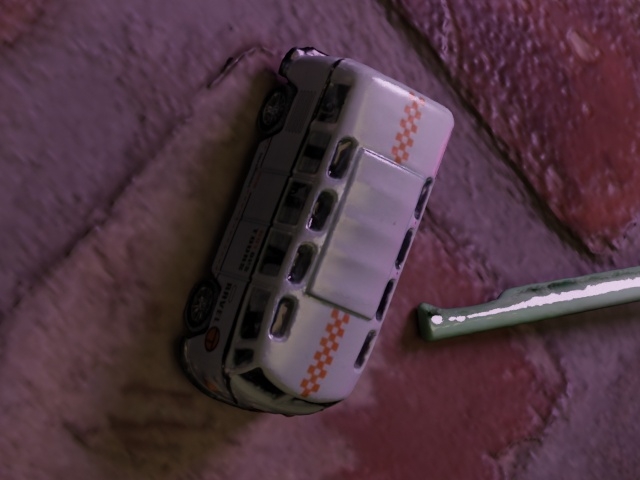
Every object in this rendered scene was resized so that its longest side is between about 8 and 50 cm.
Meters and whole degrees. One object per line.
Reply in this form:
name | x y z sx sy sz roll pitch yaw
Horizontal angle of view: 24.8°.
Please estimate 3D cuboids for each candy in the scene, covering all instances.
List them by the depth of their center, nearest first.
candy | 0.260 0.020 0.924 0.440 0.119 0.119 -10 101 -24

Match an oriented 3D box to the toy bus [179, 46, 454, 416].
toy bus | 0.000 0.000 0.756 0.087 0.089 0.194 25 83 -31
